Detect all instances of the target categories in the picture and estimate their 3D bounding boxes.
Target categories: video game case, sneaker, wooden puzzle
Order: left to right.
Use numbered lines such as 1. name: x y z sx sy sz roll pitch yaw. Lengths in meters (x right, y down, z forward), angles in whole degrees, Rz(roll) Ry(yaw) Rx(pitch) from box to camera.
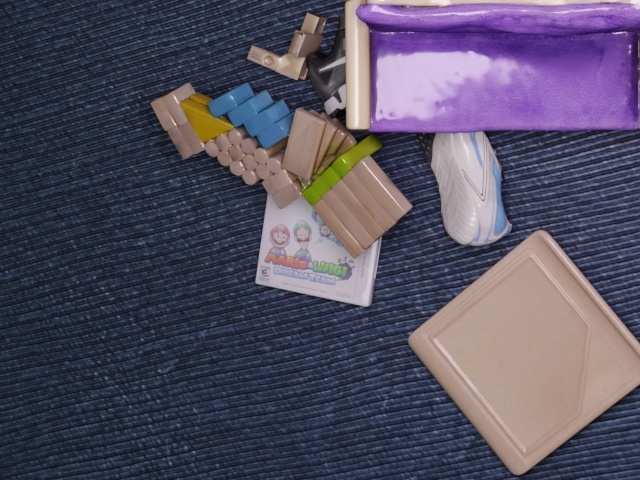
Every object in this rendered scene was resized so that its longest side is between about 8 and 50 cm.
1. video game case: 0.000 0.000 2.042 0.157 0.019 0.143 11 99 18
2. sneaker: 0.074 -0.251 1.957 0.234 0.078 0.106 -36 86 21
3. sneaker: 0.176 -0.108 1.948 0.085 0.086 0.237 -21 76 48
4. wooden puzzle: 0.257 0.137 1.960 0.238 0.044 0.221 -42 82 23

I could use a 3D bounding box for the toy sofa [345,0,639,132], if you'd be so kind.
1. toy sofa: 0.209 -0.197 1.812 0.362 0.177 0.150 0 93 0

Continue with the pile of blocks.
1. pile of blocks: -0.030 -0.124 1.980 0.362 0.112 0.149 30 126 16

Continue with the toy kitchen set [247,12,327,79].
1. toy kitchen set: -0.046 -0.252 2.004 0.075 0.068 0.083 24 103 15
